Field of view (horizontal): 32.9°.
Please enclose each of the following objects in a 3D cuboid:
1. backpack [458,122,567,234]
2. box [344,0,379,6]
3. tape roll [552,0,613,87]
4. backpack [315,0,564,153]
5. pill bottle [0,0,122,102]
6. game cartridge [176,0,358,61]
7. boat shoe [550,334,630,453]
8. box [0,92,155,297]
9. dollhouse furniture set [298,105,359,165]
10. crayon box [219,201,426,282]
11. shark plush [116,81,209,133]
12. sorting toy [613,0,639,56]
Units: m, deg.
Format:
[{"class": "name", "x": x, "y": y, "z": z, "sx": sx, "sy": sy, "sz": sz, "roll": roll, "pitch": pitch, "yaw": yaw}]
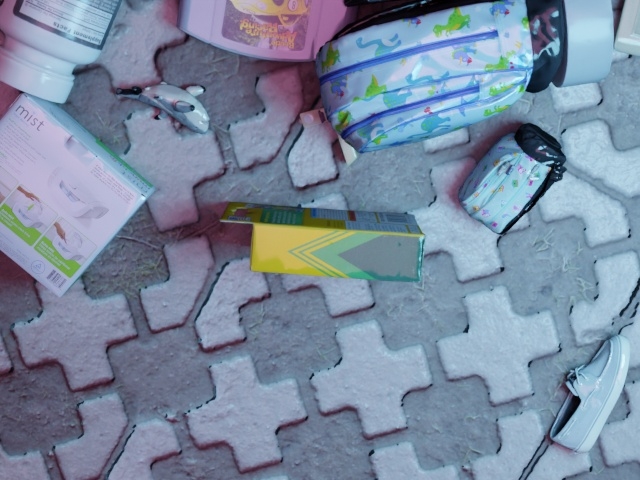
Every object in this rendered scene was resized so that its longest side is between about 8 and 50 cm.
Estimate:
[{"class": "backpack", "x": 0.318, "y": -0.103, "z": 1.812, "sx": 0.115, "sy": 0.152, "sz": 0.182, "roll": 37, "pitch": 110, "yaw": -2}, {"class": "box", "x": 0.171, "y": -0.469, "z": 1.708, "sx": 0.270, "sy": 0.143, "sz": 0.165, "roll": -10, "pitch": 101, "yaw": -12}, {"class": "tape roll", "x": 0.398, "y": -0.355, "z": 1.717, "sx": 0.072, "sy": 0.219, "sz": 0.219, "roll": -9, "pitch": 100, "yaw": 1}, {"class": "backpack", "x": 0.171, "y": -0.269, "z": 1.690, "sx": 0.355, "sy": 0.290, "sz": 0.273, "roll": 1, "pitch": 96, "yaw": -3}, {"class": "pill bottle", "x": -0.408, "y": -0.389, "z": 1.723, "sx": 0.176, "sy": 0.176, "sz": 0.318, "roll": 24, "pitch": 99, "yaw": -5}, {"class": "game cartridge", "x": -0.083, "y": -0.397, "z": 1.790, "sx": 0.294, "sy": 0.060, "sz": 0.196, "roll": 8, "pitch": 104, "yaw": -2}, {"class": "boat shoe", "x": 0.469, "y": 0.265, "z": 1.903, "sx": 0.081, "sy": 0.079, "sz": 0.227, "roll": 18, "pitch": 103, "yaw": -8}, {"class": "box", "x": -0.451, "y": -0.081, "z": 1.804, "sx": 0.262, "sy": 0.127, "sz": 0.231, "roll": 40, "pitch": 97, "yaw": -7}, {"class": "dollhouse furniture set", "x": 0.008, "y": -0.171, "z": 1.824, "sx": 0.081, "sy": 0.091, "sz": 0.114, "roll": -15, "pitch": 104, "yaw": 18}, {"class": "crayon box", "x": 0.000, "y": 0.000, "z": 1.786, "sx": 0.323, "sy": 0.203, "sz": 0.083, "roll": 5, "pitch": 101, "yaw": -1}, {"class": "shark plush", "x": -0.265, "y": -0.223, "z": 1.820, "sx": 0.161, "sy": 0.073, "sz": 0.067, "roll": 8, "pitch": 130, "yaw": -7}, {"class": "sorting toy", "x": 0.595, "y": -0.394, "z": 1.802, "sx": 0.348, "sy": 0.047, "sz": 0.196, "roll": 12, "pitch": 104, "yaw": -2}]
